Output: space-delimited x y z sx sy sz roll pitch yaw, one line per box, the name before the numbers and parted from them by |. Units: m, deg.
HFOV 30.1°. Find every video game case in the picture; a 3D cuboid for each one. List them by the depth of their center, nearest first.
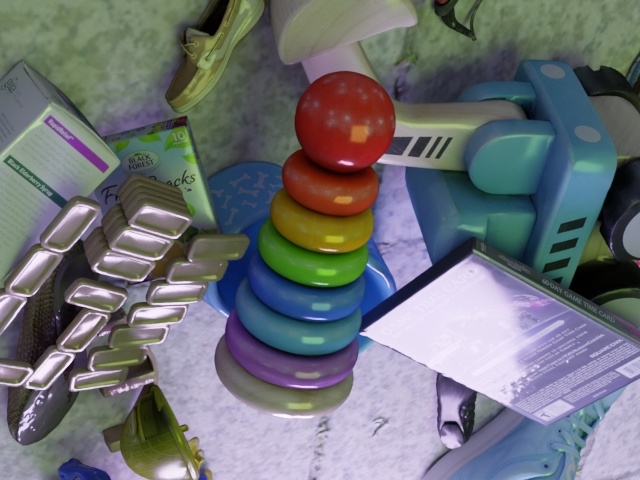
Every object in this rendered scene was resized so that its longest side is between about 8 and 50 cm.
video game case | 0.207 0.106 1.274 0.274 0.026 0.196 28 138 -21

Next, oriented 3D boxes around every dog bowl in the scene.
dog bowl | -0.029 0.037 1.266 0.166 0.074 0.297 -49 133 5

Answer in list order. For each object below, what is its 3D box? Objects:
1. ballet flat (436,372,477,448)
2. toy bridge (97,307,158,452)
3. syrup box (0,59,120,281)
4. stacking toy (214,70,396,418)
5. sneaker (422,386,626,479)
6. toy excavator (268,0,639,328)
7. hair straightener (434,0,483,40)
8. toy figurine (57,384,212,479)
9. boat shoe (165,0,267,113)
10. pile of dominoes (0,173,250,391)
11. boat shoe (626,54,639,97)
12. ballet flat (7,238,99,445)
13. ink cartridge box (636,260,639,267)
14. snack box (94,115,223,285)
ballet flat | 0.178 0.194 1.547 0.057 0.049 0.173 10 122 10
toy bridge | -0.204 0.146 1.257 0.063 0.026 0.188 -17 130 -24
syrup box | -0.296 -0.031 1.024 0.237 0.093 0.096 -44 133 0
stacking toy | 0.000 0.000 1.102 0.141 0.141 0.330 -4 124 -32
sneaker | 0.314 0.290 1.623 0.366 0.150 0.135 -42 135 -2
toy excavator | 0.154 -0.083 1.219 0.445 0.222 0.433 -2 133 -13
hair straightener | 0.146 -0.299 1.165 0.089 0.047 0.230 -28 132 -14
toy figurine | -0.215 0.317 1.256 0.217 0.191 0.363 -15 147 -4
boat shoe | -0.105 -0.180 1.082 0.045 0.050 0.135 34 89 -40
pile of dominoes | -0.207 0.046 1.091 0.196 0.040 0.251 18 125 -44
boat shoe | 0.395 -0.162 1.415 0.066 0.066 0.183 18 109 -41
ballet flat | -0.270 0.097 1.166 0.084 0.058 0.250 -29 144 -49
ink cartridge box | 0.535 -0.059 1.430 0.166 0.285 0.395 6 117 -37
snack box | -0.153 -0.036 1.109 0.100 0.037 0.141 -14 114 2
